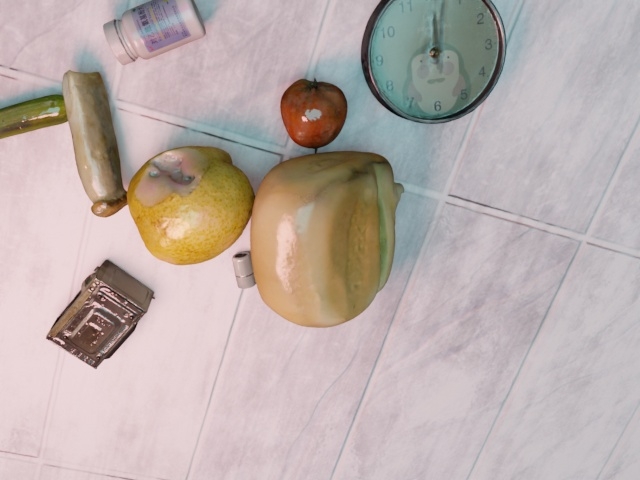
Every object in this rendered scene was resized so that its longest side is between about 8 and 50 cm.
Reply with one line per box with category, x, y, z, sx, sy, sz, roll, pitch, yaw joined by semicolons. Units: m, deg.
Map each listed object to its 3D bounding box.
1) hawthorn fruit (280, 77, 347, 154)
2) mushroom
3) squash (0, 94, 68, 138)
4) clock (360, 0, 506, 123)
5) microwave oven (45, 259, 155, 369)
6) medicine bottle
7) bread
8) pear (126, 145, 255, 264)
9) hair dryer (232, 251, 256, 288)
hawthorn fruit;-0.006;-0.262;1.346;0.149;0.149;0.189;-20;111;2
mushroom;-0.482;-0.204;1.323;0.081;0.100;0.312;-5;101;24
squash;-0.638;-0.262;1.323;0.229;0.066;0.066;-16;111;2
clock;0.249;-0.414;1.355;0.319;0.066;0.318;-2;110;-5
microwave oven;-0.521;0.179;1.467;0.163;0.129;0.205;38;103;-16
medicine bottle;-0.339;-0.436;1.266;0.187;0.103;0.102;-21;111;2
bread;0.000;0.000;1.370;0.348;0.253;0.376;-29;122;-43
pear;-0.276;-0.079;1.330;0.271;0.271;0.271;-2;111;-5
hair dryer;-0.142;0.064;1.509;0.137;0.047;0.082;-11;111;-8
